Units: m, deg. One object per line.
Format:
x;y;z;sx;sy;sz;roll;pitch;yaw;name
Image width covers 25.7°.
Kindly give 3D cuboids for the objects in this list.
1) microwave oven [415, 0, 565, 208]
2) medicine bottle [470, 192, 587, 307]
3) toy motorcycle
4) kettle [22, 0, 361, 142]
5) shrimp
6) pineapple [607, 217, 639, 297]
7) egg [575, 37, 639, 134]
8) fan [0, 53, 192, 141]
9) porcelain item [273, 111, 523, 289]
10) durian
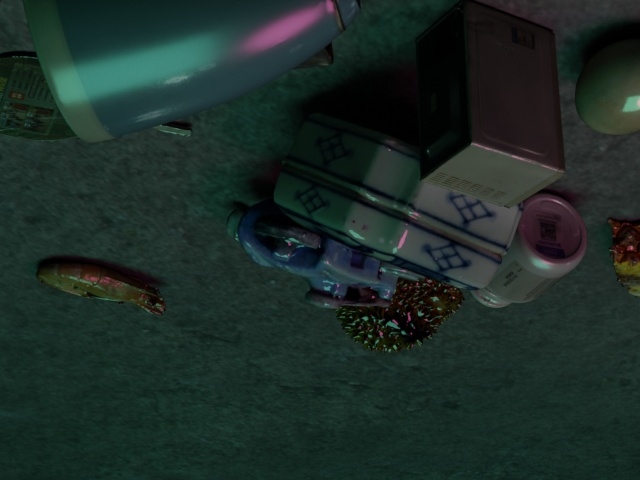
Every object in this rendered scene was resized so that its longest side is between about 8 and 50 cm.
0.201;-0.163;1.718;0.163;0.205;0.129;15;150;-26;microwave oven
0.312;0.025;2.191;0.135;0.135;0.215;9;154;-17;medicine bottle
-0.004;0.023;2.136;0.319;0.182;0.241;17;150;-34;toy motorcycle
-0.127;-0.290;1.466;0.342;0.247;0.319;-14;128;7;kettle
-0.379;0.087;2.424;0.236;0.053;0.133;16;149;-23;shrimp
0.549;0.030;2.276;0.135;0.079;0.233;-2;162;24;pineapple
0.381;-0.191;1.762;0.114;0.114;0.152;13;153;-25;egg
-0.356;-0.172;1.927;0.223;0.012;0.294;-20;147;36;fan
0.102;-0.048;1.887;0.286;0.157;0.281;22;-177;-38;porcelain item
0.139;0.112;2.337;0.237;0.138;0.193;-25;124;21;durian
